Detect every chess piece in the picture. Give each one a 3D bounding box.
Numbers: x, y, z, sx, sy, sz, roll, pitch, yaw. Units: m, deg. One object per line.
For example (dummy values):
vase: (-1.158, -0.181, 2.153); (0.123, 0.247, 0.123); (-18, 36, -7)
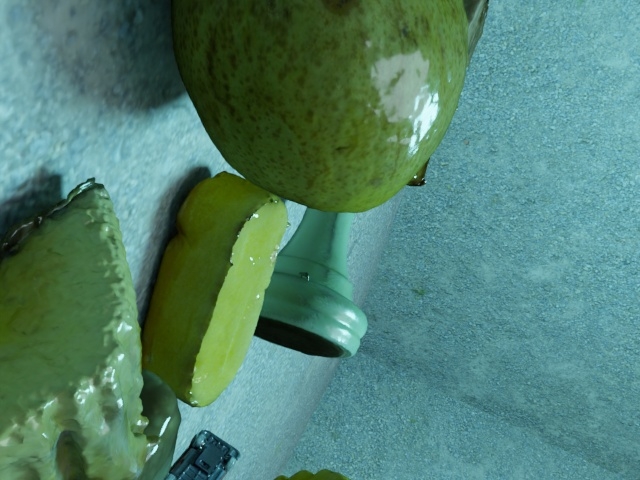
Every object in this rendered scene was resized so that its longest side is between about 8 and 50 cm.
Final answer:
chess piece: (0.000, 0.000, 0.882); (0.195, 0.194, 0.299); (87, 19, -68)

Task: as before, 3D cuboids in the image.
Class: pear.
pear: (-0.004, -0.141, 0.426); (0.188, 0.228, 0.211); (-18, 128, -20)

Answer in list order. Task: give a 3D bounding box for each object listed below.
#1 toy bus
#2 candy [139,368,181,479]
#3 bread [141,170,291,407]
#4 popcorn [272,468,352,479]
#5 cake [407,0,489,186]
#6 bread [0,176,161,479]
toy bus: (-0.200, 0.381, 0.969); (0.077, 0.079, 0.174); (-60, 173, 24)
candy: (-0.204, 0.210, 0.482); (0.234, 0.102, 0.104); (-57, 167, -46)
bread: (-0.114, 0.052, 0.623); (0.102, 0.094, 0.246); (-24, 137, -62)
popcorn: (-0.073, 0.429, 0.614); (0.344, 0.354, 0.390); (-29, 161, 37)
cake: (0.079, -0.220, 0.683); (0.293, 0.196, 0.198); (-66, 168, 8)
bread: (-0.160, 0.095, 0.358); (0.252, 0.132, 0.174); (-53, 162, -48)
